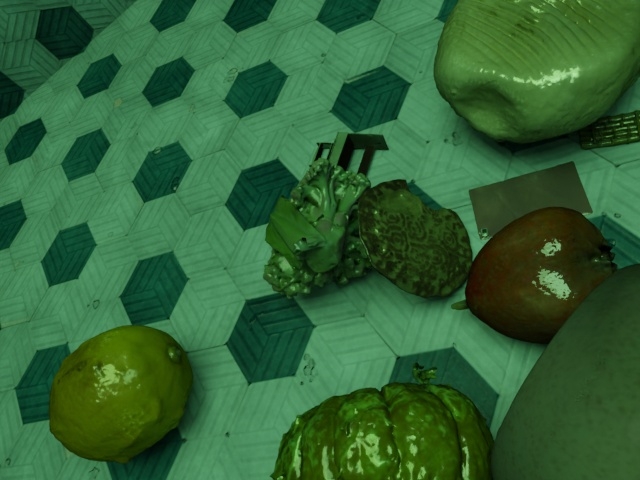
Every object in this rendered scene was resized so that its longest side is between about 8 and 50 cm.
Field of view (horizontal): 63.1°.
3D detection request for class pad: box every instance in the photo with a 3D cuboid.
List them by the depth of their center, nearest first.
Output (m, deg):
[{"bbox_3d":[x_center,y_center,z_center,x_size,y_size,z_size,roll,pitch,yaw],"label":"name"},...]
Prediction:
[{"bbox_3d":[0.368,-0.072,0.930,0.188,0.006,0.113,-15,57,19],"label":"pad"}]

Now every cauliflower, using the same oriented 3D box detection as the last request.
[{"bbox_3d":[0.000,0.000,0.918,0.256,0.238,0.315,-33,10,9],"label":"cauliflower"}]

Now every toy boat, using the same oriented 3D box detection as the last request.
[{"bbox_3d":[0.518,-0.196,0.917,0.115,0.016,0.063,-6,60,24],"label":"toy boat"}]

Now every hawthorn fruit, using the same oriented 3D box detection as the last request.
[{"bbox_3d":[0.308,0.063,0.785,0.251,0.199,0.199,-22,55,31],"label":"hawthorn fruit"}]

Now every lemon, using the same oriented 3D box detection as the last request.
[{"bbox_3d":[-0.369,0.280,0.967,0.288,0.233,0.233,-35,54,7],"label":"lemon"}]

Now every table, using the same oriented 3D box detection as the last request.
[{"bbox_3d":[0.040,-0.152,1.106,0.175,0.062,0.146,8,67,27],"label":"table"}]

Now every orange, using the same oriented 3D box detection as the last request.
[{"bbox_3d":[0.082,0.311,0.677,0.301,0.300,0.223,-18,52,14],"label":"orange"}]

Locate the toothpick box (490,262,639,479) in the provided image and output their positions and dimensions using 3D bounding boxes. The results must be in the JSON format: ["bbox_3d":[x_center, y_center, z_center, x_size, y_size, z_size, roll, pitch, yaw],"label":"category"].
[{"bbox_3d":[0.418,0.253,0.482,0.425,0.409,0.409,35,82,39],"label":"toothpick box"}]

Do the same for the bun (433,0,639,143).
[{"bbox_3d":[0.390,-0.321,0.920,0.353,0.227,0.348,-35,54,8],"label":"bun"}]

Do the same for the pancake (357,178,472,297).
[{"bbox_3d":[0.161,-0.005,0.889,0.235,0.029,0.212,38,55,-5],"label":"pancake"}]
